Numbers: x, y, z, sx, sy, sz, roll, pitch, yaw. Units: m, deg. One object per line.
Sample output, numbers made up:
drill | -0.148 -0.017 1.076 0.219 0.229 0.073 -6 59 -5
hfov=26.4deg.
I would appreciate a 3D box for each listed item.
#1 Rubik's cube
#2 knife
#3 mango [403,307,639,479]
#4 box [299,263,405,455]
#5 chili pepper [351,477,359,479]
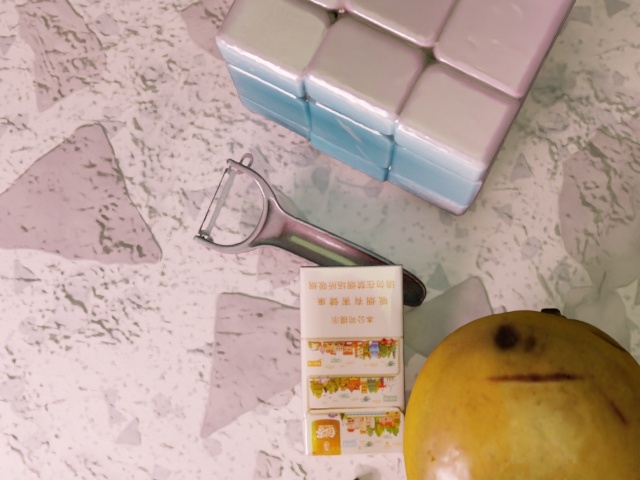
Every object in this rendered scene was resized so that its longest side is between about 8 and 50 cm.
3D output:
Rubik's cube | 0.102 -0.249 1.520 0.316 0.322 0.318 27 84 4
knife | 0.001 0.000 1.612 0.278 0.053 0.123 24 103 -1
mango | 0.263 0.290 1.486 0.301 0.220 0.445 -20 85 -4
box | 0.037 0.138 1.583 0.122 0.032 0.220 -2 95 1
chili pepper | 0.029 0.315 1.585 0.027 0.022 0.083 6 81 36
